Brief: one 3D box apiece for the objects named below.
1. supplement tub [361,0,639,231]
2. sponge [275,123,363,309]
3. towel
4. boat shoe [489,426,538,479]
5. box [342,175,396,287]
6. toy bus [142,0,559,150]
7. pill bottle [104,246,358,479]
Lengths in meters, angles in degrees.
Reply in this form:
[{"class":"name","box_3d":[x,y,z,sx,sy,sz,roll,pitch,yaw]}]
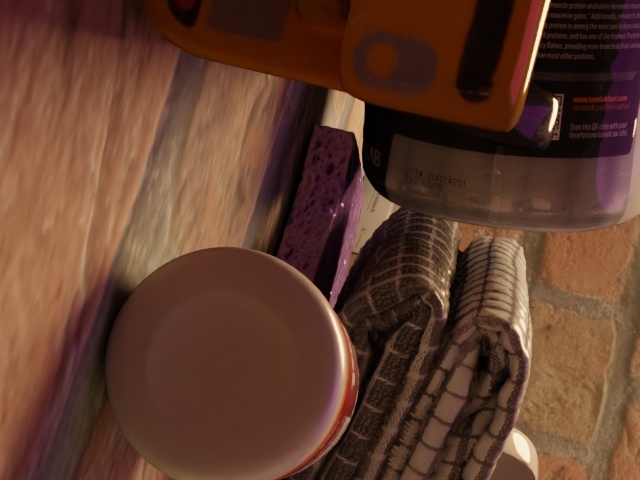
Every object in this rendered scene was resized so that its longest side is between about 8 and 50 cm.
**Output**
[{"class":"supplement tub","box_3d":[0.129,-0.178,0.838,0.193,0.194,0.316,-59,154,-70]},{"class":"sponge","box_3d":[0.000,0.000,0.938,0.210,0.031,0.117,63,43,-81]},{"class":"towel","box_3d":[0.026,0.126,0.867,0.235,0.121,0.283,-67,-177,-76]},{"class":"boat shoe","box_3d":[0.053,0.188,1.129,0.340,0.127,0.158,-42,-155,41]},{"class":"box","box_3d":[0.035,0.050,1.313,0.145,0.038,0.186,-66,167,-57]},{"class":"toy bus","box_3d":[0.029,-0.104,0.490,0.333,0.130,0.108,-39,143,-80]},{"class":"pill bottle","box_3d":[-0.029,0.053,0.546,0.152,0.086,0.086,66,39,-81]}]
